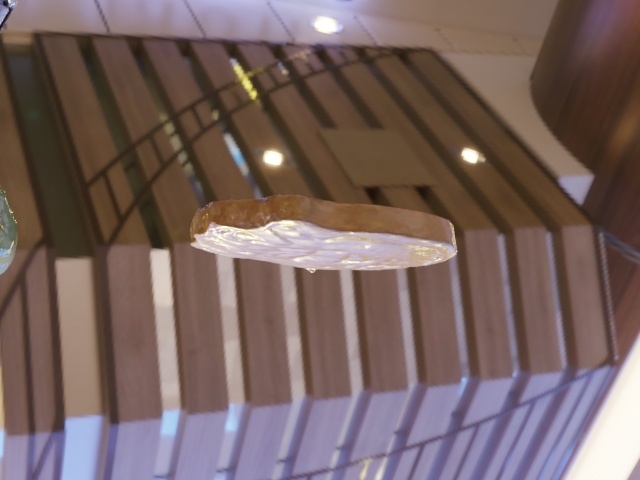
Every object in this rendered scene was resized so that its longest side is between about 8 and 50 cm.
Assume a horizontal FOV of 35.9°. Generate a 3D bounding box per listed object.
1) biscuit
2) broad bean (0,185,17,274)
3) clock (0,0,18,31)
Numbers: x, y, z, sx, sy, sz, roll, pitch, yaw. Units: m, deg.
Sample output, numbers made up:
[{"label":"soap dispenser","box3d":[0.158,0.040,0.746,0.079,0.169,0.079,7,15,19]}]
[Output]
[{"label":"biscuit","box3d":[0.000,0.002,1.436,0.365,0.062,0.385,9,170,-22]},{"label":"broad bean","box3d":[-0.346,-0.031,0.884,0.169,0.228,0.100,38,-112,-15]},{"label":"clock","box3d":[-0.388,-0.254,0.887,0.144,0.073,0.193,36,-177,39]}]
